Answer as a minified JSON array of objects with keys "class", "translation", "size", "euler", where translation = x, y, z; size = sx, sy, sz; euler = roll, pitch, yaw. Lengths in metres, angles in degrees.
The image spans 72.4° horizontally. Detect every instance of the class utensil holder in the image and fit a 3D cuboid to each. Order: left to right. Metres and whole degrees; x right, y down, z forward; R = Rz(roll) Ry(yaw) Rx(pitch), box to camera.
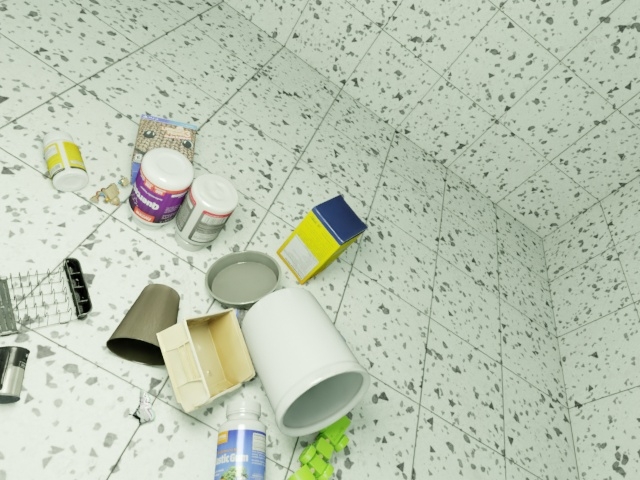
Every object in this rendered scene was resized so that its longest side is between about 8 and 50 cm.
[{"class":"utensil holder","translation":[-0.065,0.399,1.496],"size":[0.327,0.328,0.385],"euler":[3,35,-35]}]

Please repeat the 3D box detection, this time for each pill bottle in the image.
[{"class":"pill bottle","translation":[-0.943,-0.294,1.612],"size":[0.119,0.119,0.209],"euler":[-10,63,-41]},{"class":"pill bottle","translation":[-0.600,-0.178,1.622],"size":[0.181,0.323,0.182],"euler":[20,46,-23]},{"class":"pill bottle","translation":[-0.449,-0.093,1.670],"size":[0.176,0.318,0.176],"euler":[21,47,-24]},{"class":"pill bottle","translation":[-0.244,0.646,1.348],"size":[0.152,0.152,0.272],"euler":[17,48,-26]},{"class":"pill bottle","translation":[-0.277,0.301,1.659],"size":[0.137,0.078,0.078],"euler":[21,46,-23]}]

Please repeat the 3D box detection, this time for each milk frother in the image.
[{"class":"milk frother","translation":[-0.877,0.357,1.163],"size":[0.143,0.129,0.135],"euler":[-15,56,5]}]

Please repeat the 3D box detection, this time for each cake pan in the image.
[{"class":"cake pan","translation":[-0.295,0.152,1.692],"size":[0.293,0.054,0.293],"euler":[0,40,0]}]

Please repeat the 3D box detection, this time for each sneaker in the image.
[{"class":"sneaker","translation":[-0.547,0.505,1.320],"size":[0.069,0.038,0.098],"euler":[-12,64,-43]}]

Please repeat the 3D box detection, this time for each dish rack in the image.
[{"class":"dish rack","translation":[-0.863,0.172,1.327],"size":[0.271,0.074,0.208],"euler":[-9,62,-41]}]

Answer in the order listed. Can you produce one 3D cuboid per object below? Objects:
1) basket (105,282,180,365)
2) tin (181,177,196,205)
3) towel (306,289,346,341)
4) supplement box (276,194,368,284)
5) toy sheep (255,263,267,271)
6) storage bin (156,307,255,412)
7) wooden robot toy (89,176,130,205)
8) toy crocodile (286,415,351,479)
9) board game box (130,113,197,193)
[{"class":"basket","translation":[-0.555,0.266,1.431],"size":[0.204,0.154,0.227],"euler":[22,42,-19]},{"class":"tin","translation":[-0.541,-0.193,1.896],"size":[0.106,0.040,0.190],"euler":[21,46,-28]},{"class":"towel","translation":[-0.035,0.361,1.828],"size":[0.209,0.034,0.285],"euler":[-26,75,-45]},{"class":"supplement box","translation":[0.000,0.000,1.905],"size":[0.194,0.356,0.195],"euler":[52,43,9]},{"class":"toy sheep","translation":[-0.237,0.134,1.821],"size":[0.091,0.091,0.132],"euler":[47,36,5]},{"class":"storage bin","translation":[-0.357,0.374,1.404],"size":[0.260,0.123,0.262],"euler":[68,19,10]},{"class":"wooden robot toy","translation":[-0.799,-0.171,1.679],"size":[0.173,0.076,0.079],"euler":[-56,132,-48]},{"class":"toy crocodile","translation":[0.005,0.725,1.522],"size":[0.115,0.105,0.340],"euler":[45,37,3]},{"class":"board game box","translation":[-0.655,-0.362,1.842],"size":[0.232,0.141,0.291],"euler":[8,52,-20]}]
